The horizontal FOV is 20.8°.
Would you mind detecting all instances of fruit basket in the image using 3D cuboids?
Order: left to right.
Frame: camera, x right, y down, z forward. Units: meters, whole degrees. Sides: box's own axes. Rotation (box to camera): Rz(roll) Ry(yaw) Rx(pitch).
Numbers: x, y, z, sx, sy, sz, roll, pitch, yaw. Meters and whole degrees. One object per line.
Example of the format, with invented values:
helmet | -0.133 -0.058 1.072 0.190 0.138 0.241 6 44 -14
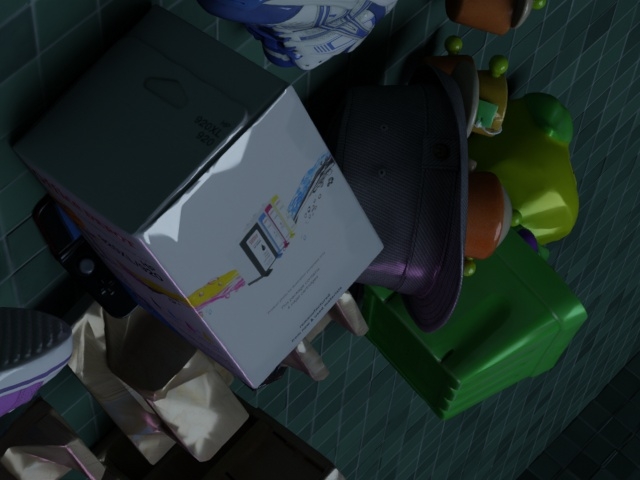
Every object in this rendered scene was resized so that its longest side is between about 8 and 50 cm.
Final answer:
fruit basket | 0.224 0.011 2.147 0.392 0.283 0.392 -41 169 -9

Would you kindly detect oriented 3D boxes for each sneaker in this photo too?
sneaker | -0.321 0.162 1.398 0.282 0.102 0.161 -24 129 -33
sneaker | -0.017 -0.193 1.459 0.296 0.112 0.131 -17 143 -57

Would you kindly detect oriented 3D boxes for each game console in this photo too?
game console | -0.159 -0.023 1.501 0.144 0.124 0.085 -45 -173 -15

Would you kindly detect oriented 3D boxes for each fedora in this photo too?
fedora | 0.061 -0.048 1.757 0.244 0.124 0.275 150 -56 -75

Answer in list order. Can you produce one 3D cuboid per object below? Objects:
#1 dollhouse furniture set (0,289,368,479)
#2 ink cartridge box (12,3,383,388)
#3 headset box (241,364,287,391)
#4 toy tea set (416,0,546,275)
dollhouse furniture set | -0.159 0.150 1.721 0.362 0.256 0.394 -46 139 -14
ink cartridge box | -0.093 -0.034 1.396 0.168 0.171 0.232 -47 141 -13
headset box | -0.057 0.134 2.088 0.062 0.032 0.083 -21 146 -55
toy tea set | 0.173 -0.131 1.856 0.124 0.200 0.336 5 133 -15
